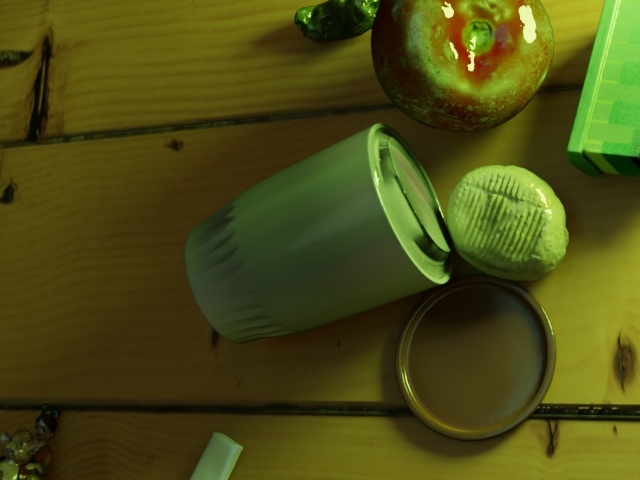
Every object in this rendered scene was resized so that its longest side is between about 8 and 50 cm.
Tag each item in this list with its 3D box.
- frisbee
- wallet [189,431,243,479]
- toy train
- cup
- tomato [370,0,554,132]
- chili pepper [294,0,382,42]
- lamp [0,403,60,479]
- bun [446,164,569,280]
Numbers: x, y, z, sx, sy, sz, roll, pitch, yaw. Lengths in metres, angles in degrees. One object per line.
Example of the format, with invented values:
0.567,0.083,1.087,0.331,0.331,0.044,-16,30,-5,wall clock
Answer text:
0.226,0.171,1.909,0.251,0.021,0.250,-9,70,25,frisbee
-0.171,0.368,2.053,0.061,0.025,0.122,25,86,33,wallet
0.474,-0.221,1.845,0.202,0.120,0.301,10,79,32,toy train
0.000,0.000,1.952,0.371,0.253,0.253,-22,65,23,cup
0.205,-0.295,1.941,0.270,0.222,0.270,0,90,-14,tomato
0.053,-0.372,2.144,0.204,0.073,0.072,-5,89,38,chili pepper
-0.504,0.396,2.172,0.118,0.118,0.253,14,82,30,lamp
0.277,-0.026,1.899,0.188,0.111,0.164,19,96,23,bun
